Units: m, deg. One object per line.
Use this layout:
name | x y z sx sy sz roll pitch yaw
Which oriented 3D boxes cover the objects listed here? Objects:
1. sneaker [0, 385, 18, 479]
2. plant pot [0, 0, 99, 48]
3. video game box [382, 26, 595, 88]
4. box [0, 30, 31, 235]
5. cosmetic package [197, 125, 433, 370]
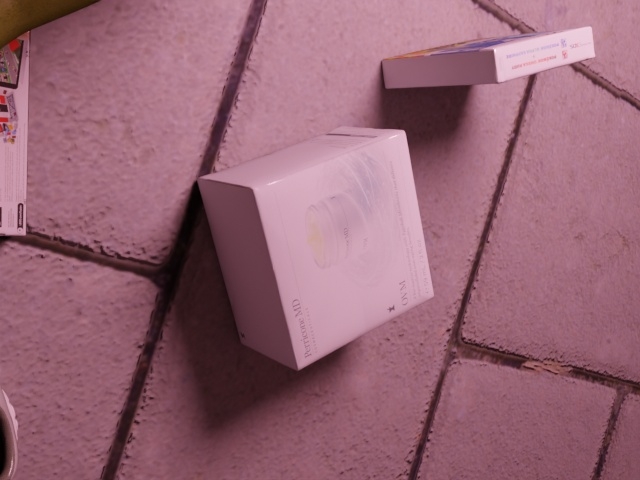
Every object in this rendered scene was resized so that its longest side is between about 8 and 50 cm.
sneaker | -0.353 0.122 0.739 0.100 0.108 0.272 -30 113 -27
plant pot | -0.221 -0.344 0.623 0.353 0.366 0.366 -44 121 -10
video game box | 0.216 -0.238 1.027 0.187 0.205 0.048 -17 107 -33
box | -0.340 -0.108 0.748 0.114 0.036 0.207 -1 99 -36
cosmetic package | 0.000 0.000 0.957 0.224 0.138 0.224 -24 112 -29
